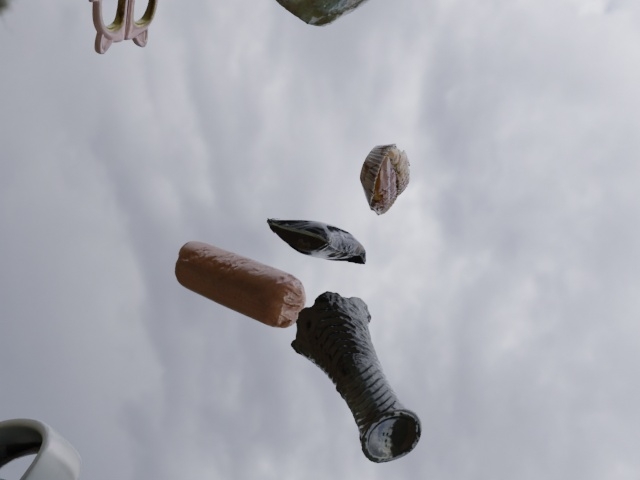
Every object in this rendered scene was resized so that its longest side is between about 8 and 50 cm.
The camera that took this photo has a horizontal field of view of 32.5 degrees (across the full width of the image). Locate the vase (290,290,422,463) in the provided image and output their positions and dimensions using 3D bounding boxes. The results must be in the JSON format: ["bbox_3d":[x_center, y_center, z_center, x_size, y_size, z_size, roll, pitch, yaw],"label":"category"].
[{"bbox_3d":[0.049,0.170,1.362,0.237,0.115,0.116,-123,-157,-54],"label":"vase"}]

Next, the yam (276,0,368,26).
[{"bbox_3d":[0.082,-0.406,1.436,0.133,0.330,0.133,51,16,-22],"label":"yam"}]

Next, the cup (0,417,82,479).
[{"bbox_3d":[-0.304,0.268,0.874,0.257,0.290,0.219,-13,-54,40],"label":"cup"}]

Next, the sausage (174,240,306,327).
[{"bbox_3d":[-0.129,0.066,1.703,0.289,0.086,0.086,18,-53,45],"label":"sausage"}]

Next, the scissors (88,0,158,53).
[{"bbox_3d":[-0.265,-0.421,1.553,0.024,0.160,0.318,27,-61,29],"label":"scissors"}]

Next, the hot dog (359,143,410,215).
[{"bbox_3d":[0.103,-0.096,1.712,0.053,0.099,0.192,24,-11,14],"label":"hot dog"}]

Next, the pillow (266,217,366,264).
[{"bbox_3d":[0.000,-0.001,1.449,0.090,0.150,0.048,1,-99,24],"label":"pillow"}]
